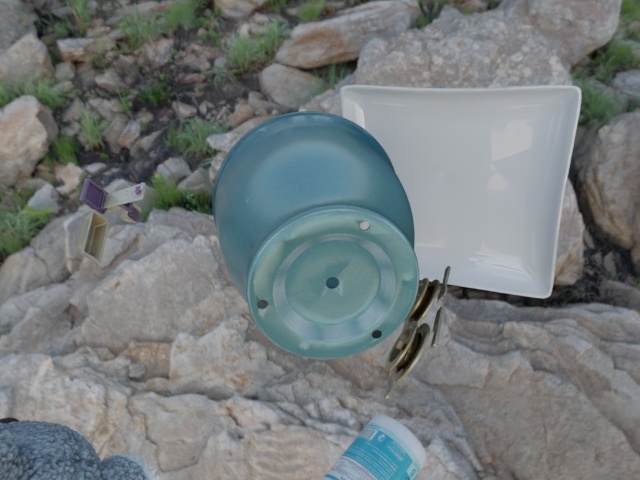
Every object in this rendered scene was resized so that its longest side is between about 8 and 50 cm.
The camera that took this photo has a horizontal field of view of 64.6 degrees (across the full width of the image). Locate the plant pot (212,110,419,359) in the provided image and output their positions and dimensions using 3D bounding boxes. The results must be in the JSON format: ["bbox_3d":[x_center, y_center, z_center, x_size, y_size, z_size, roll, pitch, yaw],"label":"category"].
[{"bbox_3d":[0.000,0.000,0.628,0.272,0.271,0.255,-10,26,-5],"label":"plant pot"}]

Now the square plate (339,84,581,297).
[{"bbox_3d":[0.207,-0.081,0.822,0.348,0.343,0.049,7,31,23],"label":"square plate"}]

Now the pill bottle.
[{"bbox_3d":[0.091,0.505,1.046,0.146,0.146,0.264,36,57,23],"label":"pill bottle"}]

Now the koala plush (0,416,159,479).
[{"bbox_3d":[-0.238,0.206,0.343,0.221,0.196,0.203,-34,46,3],"label":"koala plush"}]

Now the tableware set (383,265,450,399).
[{"bbox_3d":[0.123,0.115,0.708,0.039,0.128,0.194,31,34,1],"label":"tableware set"}]

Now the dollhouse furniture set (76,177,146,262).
[{"bbox_3d":[-0.258,-0.022,0.669,0.081,0.091,0.114,-12,58,18],"label":"dollhouse furniture set"}]
